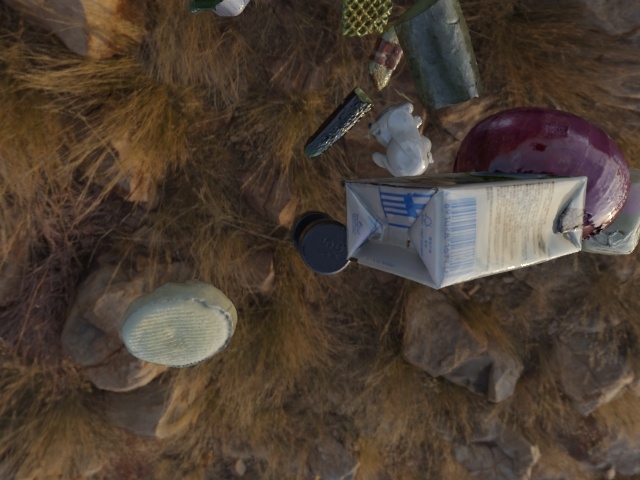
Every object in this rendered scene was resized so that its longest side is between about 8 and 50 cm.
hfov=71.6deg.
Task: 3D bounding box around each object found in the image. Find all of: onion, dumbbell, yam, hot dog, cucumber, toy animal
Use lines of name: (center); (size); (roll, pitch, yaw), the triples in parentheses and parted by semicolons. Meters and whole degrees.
onion: (0.486, -0.157, 0.981); (0.358, 0.358, 0.345); (22, 106, -21)
dumbbell: (0.000, 0.000, 1.718); (0.203, 0.322, 0.204); (-2, 100, -11)
yam: (0.281, -0.449, 1.063); (0.161, 0.161, 0.268); (-25, 119, 9)
hot dog: (0.253, -0.720, 1.719); (0.123, 0.093, 0.262); (22, 112, -20)
cucumber: (0.047, -0.318, 1.226); (0.241, 0.074, 0.074); (-46, 119, 3)
toy animal: (0.291, -0.364, 1.625); (0.173, 0.289, 0.249); (-12, 121, -20)

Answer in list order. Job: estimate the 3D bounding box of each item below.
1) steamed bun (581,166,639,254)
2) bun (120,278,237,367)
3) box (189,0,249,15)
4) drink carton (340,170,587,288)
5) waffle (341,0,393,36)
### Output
steamed bun: (0.778, -0.072, 1.189); (0.169, 0.152, 0.239); (10, 117, 26)
bun: (-0.370, 0.206, 1.163); (0.287, 0.146, 0.288); (-9, 129, -11)
box: (-0.306, -0.943, 1.617); (0.337, 0.264, 0.106); (-56, 136, -4)
drink carton: (0.214, -0.033, 0.665); (0.324, 0.194, 0.132); (-9, 105, -31)
waffle: (0.179, -0.894, 1.702); (0.203, 0.054, 0.224); (-10, 145, -9)
